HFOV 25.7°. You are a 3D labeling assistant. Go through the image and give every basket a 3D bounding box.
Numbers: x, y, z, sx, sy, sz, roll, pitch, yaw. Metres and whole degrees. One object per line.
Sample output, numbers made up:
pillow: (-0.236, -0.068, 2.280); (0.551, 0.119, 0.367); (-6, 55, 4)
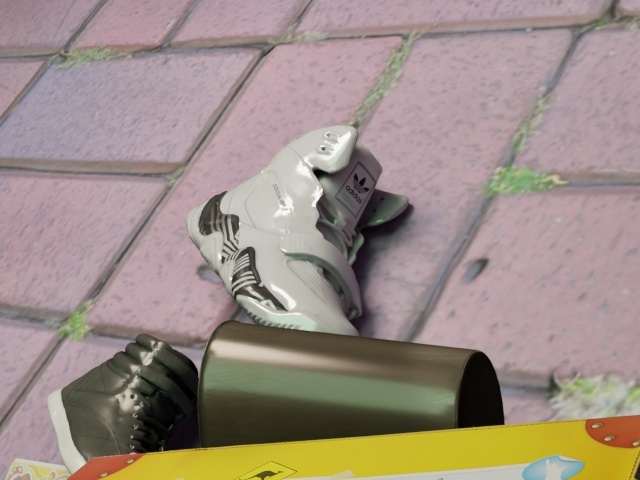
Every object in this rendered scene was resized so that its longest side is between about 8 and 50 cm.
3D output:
basket: (0.032, 0.161, 1.211); (0.227, 0.204, 0.154); (-5, 19, 25)

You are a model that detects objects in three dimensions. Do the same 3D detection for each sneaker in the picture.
sneaker: (-0.172, 0.181, 1.371); (0.147, 0.104, 0.296); (-40, 28, -4)
sneaker: (0.000, 0.000, 1.446); (0.210, 0.137, 0.366); (-41, 32, -2)

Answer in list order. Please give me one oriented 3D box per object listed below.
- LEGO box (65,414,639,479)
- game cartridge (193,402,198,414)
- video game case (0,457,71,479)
LEGO box: (-0.020, 0.289, 0.923); (0.500, 0.193, 0.372); (-9, 14, 27)
game cartridge: (-0.100, 0.161, 1.452); (0.083, 0.017, 0.056); (11, 60, 47)
video game case: (-0.288, 0.321, 1.418); (0.227, 0.026, 0.206); (0, 48, 40)
